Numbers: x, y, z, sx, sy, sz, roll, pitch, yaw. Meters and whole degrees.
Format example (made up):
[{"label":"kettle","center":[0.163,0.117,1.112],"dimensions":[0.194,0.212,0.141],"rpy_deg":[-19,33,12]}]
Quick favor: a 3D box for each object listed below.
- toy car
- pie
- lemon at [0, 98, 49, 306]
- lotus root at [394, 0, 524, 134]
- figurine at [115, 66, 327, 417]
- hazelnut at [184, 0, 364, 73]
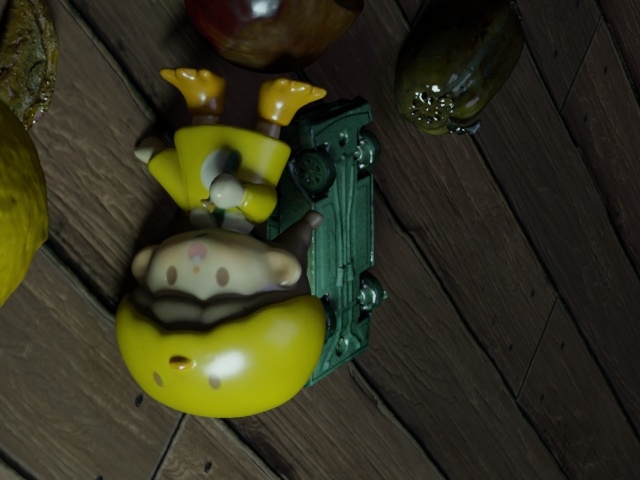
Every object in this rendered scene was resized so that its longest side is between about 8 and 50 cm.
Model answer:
[{"label":"toy car","center":[0.000,0.000,1.927],"dimensions":[0.141,0.097,0.320],"rpy_deg":[-28,123,-51]},{"label":"pie","center":[-0.272,-0.149,1.515],"dimensions":[0.092,0.034,0.170],"rpy_deg":[48,53,-50]},{"label":"lemon","center":[-0.329,-0.020,1.278],"dimensions":[0.288,0.234,0.233],"rpy_deg":[-35,128,-57]},{"label":"lotus root","center":[0.175,-0.225,2.118],"dimensions":[0.241,0.123,0.124],"rpy_deg":[-53,123,-41]},{"label":"figurine","center":[-0.090,0.006,1.679],"dimensions":[0.187,0.215,0.343],"rpy_deg":[4,93,-62]},{"label":"hazelnut","center":[-0.053,-0.254,1.698],"dimensions":[0.201,0.170,0.160],"rpy_deg":[54,52,-62]}]
